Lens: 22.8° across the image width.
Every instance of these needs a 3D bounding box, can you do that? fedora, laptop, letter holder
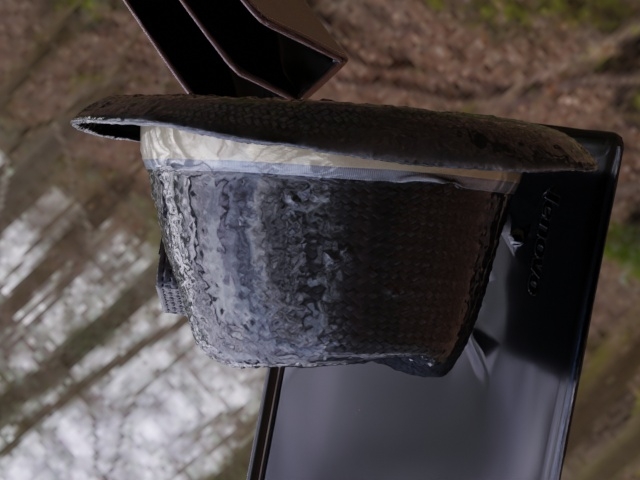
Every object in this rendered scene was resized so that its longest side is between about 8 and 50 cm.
[{"bbox_3d":[0.000,0.000,0.941,0.334,0.334,0.152,2,-87,-72],"label":"fedora"},{"bbox_3d":[0.082,0.099,1.257,0.236,0.381,0.408,11,-179,9],"label":"laptop"},{"bbox_3d":[-0.144,-0.287,1.806,0.302,0.152,0.214,56,-163,23],"label":"letter holder"}]

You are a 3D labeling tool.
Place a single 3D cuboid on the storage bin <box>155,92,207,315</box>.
[{"bbox_3d":[-0.088,-0.027,1.405,0.122,0.084,0.180,93,-177,-72],"label":"storage bin"}]
